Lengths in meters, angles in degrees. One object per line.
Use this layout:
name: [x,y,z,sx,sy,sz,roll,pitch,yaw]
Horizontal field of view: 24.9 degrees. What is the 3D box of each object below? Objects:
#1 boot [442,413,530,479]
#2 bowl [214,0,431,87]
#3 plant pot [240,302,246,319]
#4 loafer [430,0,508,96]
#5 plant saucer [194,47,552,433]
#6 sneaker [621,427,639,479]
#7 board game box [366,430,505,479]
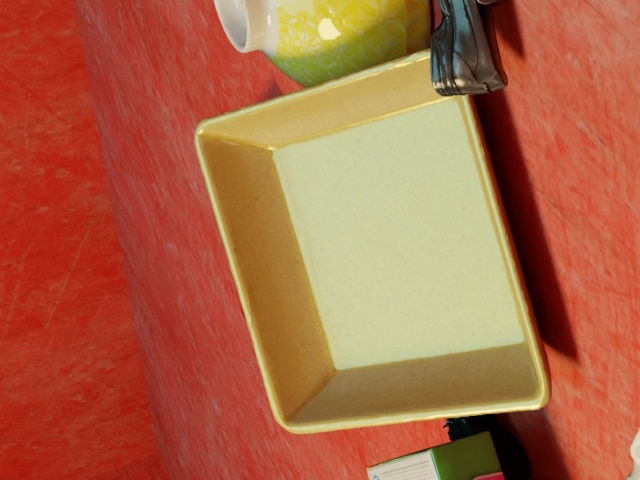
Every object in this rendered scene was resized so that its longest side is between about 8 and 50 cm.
boot: [0.172,0.220,1.508,0.121,0.045,0.099,57,166,22]
bowl: [-0.021,-0.262,1.441,0.289,0.156,0.289,163,90,-74]
plant pot: [0.000,0.000,1.592,0.191,0.191,0.174,-131,31,-54]
loafer: [0.128,-0.204,1.202,0.062,0.061,0.170,-31,-59,-61]
plant saucer: [0.058,0.006,1.389,0.333,0.081,0.332,-12,96,40]
sneaker: [0.274,0.211,1.081,0.115,0.090,0.232,58,160,33]
board game box: [0.150,0.360,1.443,0.242,0.064,0.316,137,117,-72]
